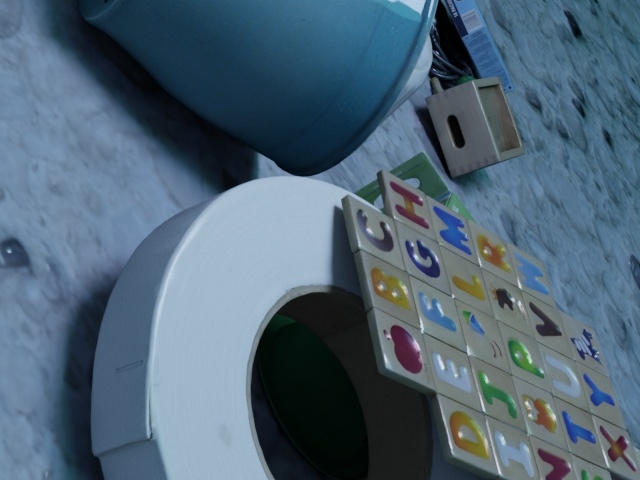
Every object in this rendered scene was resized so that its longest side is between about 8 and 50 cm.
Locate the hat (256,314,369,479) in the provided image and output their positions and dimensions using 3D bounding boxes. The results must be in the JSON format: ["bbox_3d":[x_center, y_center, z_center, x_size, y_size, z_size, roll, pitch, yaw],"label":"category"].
[{"bbox_3d":[0.068,0.091,1.308,0.173,0.183,0.208,47,28,-24],"label":"hat"}]

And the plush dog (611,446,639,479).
[{"bbox_3d":[0.400,0.308,1.624,0.210,0.225,0.262,48,28,-22],"label":"plush dog"}]

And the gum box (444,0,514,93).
[{"bbox_3d":[0.218,-0.314,2.119,0.184,0.041,0.157,50,18,-59],"label":"gum box"}]

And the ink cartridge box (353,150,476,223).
[{"bbox_3d":[0.123,0.022,1.569,0.209,0.109,0.062,53,25,-12],"label":"ink cartridge box"}]

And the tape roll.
[{"bbox_3d":[-0.005,0.141,1.138,0.392,0.072,0.392,21,59,-40],"label":"tape roll"}]

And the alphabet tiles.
[{"bbox_3d":[0.151,0.090,1.228,0.342,0.011,0.285,27,39,-38],"label":"alphabet tiles"}]

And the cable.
[{"bbox_3d":[0.163,-0.289,2.063,0.184,0.047,0.150,64,18,2],"label":"cable"}]

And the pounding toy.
[{"bbox_3d":[0.190,-0.161,1.928,0.130,0.100,0.141,-19,90,-63],"label":"pounding toy"}]

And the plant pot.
[{"bbox_3d":[-0.073,-0.230,1.346,0.255,0.271,0.271,23,40,-27],"label":"plant pot"}]

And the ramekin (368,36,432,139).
[{"bbox_3d":[0.015,-0.247,1.645,0.273,0.127,0.273,42,31,-32],"label":"ramekin"}]
